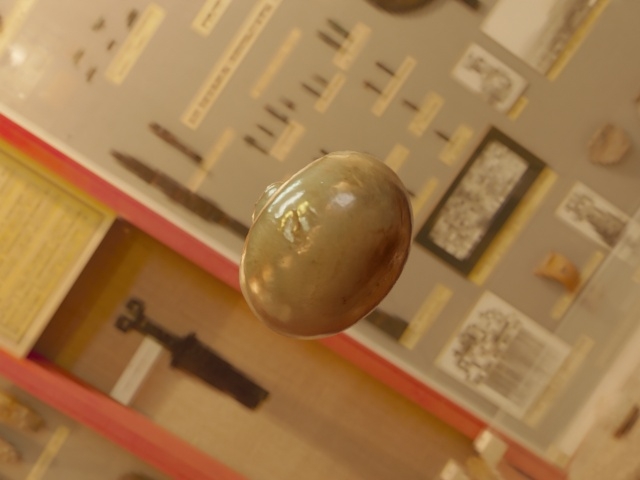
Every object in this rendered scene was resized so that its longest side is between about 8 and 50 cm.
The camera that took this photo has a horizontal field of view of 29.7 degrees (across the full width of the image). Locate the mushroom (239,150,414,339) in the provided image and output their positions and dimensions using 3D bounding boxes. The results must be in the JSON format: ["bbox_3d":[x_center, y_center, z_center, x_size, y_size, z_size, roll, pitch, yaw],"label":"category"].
[{"bbox_3d":[0.000,0.000,1.352,0.226,0.178,0.226,-34,-28,-21],"label":"mushroom"}]
